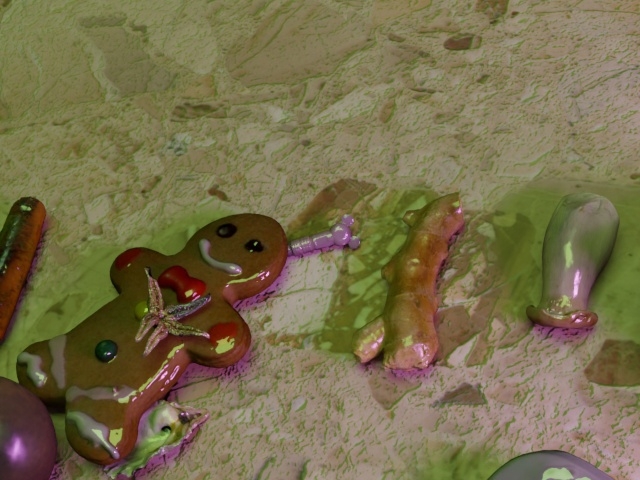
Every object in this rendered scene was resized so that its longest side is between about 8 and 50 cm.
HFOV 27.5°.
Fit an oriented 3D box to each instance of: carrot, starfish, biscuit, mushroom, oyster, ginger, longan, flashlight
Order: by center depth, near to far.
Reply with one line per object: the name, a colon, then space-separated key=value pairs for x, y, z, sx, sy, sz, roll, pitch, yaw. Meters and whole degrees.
longan: x=-0.431 y=0.267 z=1.712 sx=0.167 sy=0.167 sz=0.187 roll=-21 pitch=92 yaw=-4
oyster: x=-0.237 y=0.263 z=1.763 sx=0.122 sy=0.045 sz=0.146 roll=18 pitch=60 yaw=20
starfish: x=-0.211 y=0.095 z=1.770 sx=0.133 sy=0.041 sz=0.130 roll=-11 pitch=56 yaw=-33
mushroom: x=0.348 y=0.029 z=1.790 sx=0.097 sy=0.088 sz=0.212 roll=22 pitch=64 yaw=-14
ginger: x=0.139 y=0.054 z=1.824 sx=0.118 sy=0.065 sz=0.299 roll=15 pitch=58 yaw=14
biscuit: x=-0.224 y=0.098 z=1.833 sx=0.432 sy=0.064 sz=0.283 roll=-41 pitch=50 yaw=-17
flashlight: x=0.000 y=0.000 z=1.904 sx=0.110 sy=0.031 sz=0.052 roll=-17 pitch=93 yaw=5
carrot: x=-0.470 y=0.051 z=1.934 sx=0.070 sy=0.070 sz=0.260 roll=6 pitch=57 yaw=14

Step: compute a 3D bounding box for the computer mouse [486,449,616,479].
computer mouse: x=0.328 y=0.389 z=1.553 sx=0.331 sy=0.095 sz=0.197 roll=36 pitch=78 yaw=18
